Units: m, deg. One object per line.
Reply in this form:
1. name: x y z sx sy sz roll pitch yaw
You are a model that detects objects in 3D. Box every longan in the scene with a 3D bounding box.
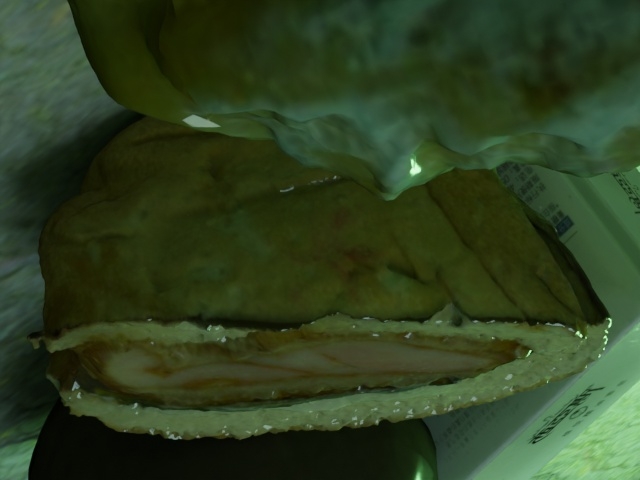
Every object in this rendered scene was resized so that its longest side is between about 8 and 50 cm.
1. longan: -0.061 0.188 1.033 0.297 0.297 0.297 -25 153 -14

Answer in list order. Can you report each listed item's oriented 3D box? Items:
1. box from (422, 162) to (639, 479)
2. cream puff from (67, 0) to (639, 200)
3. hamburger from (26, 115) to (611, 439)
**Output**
1. box: 0.142 0.049 1.108 0.116 0.203 0.274 -2 141 -46
2. cream puff: 0.063 -0.212 0.453 0.378 0.378 0.275 -51 -178 34
3. hamburger: 0.000 -0.003 0.885 0.330 0.209 0.162 -3 151 2
